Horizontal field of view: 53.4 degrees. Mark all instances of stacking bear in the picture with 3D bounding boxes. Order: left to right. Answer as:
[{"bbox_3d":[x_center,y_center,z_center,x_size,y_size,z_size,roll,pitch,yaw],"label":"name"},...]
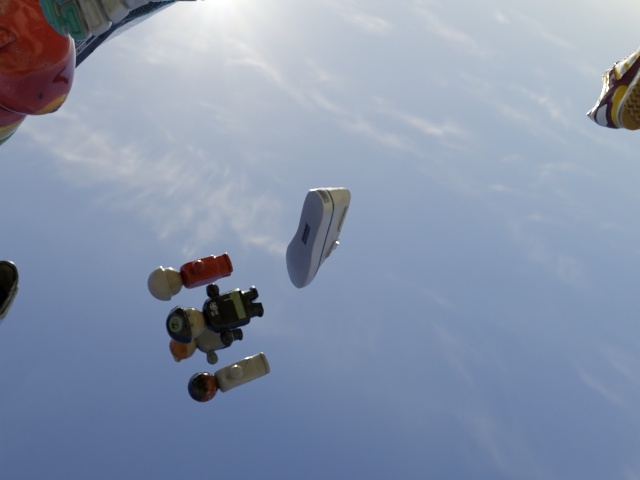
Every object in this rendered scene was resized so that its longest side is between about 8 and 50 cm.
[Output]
[{"bbox_3d":[-0.363,-0.161,0.652,0.164,0.289,0.175,64,-144,-18],"label":"stacking bear"}]

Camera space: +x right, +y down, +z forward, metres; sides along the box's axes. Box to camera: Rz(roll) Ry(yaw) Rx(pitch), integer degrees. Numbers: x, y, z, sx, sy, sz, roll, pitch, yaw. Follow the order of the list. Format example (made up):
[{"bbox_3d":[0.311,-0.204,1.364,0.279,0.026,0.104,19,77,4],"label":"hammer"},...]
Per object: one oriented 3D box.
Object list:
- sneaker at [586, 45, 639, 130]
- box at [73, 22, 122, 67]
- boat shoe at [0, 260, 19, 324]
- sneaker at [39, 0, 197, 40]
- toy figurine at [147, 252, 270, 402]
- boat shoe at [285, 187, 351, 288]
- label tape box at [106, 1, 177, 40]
[{"bbox_3d":[0.429,-0.235,0.853,0.070,0.185,0.084,34,-179,-28],"label":"sneaker"},{"bbox_3d":[-0.348,-0.384,0.775,0.183,0.296,0.294,41,170,3],"label":"box"},{"bbox_3d":[-0.502,0.139,0.852,0.113,0.105,0.306,40,-148,-11],"label":"boat shoe"},{"bbox_3d":[-0.123,-0.203,0.475,0.167,0.065,0.076,-14,-155,6],"label":"sneaker"},{"bbox_3d":[-0.190,0.145,1.058,0.148,0.209,0.213,-17,-147,-23],"label":"toy figurine"},{"bbox_3d":[0.000,0.000,1.273,0.084,0.258,0.095,-12,-124,-30],"label":"boat shoe"},{"bbox_3d":[-0.370,-0.493,1.093,0.240,0.334,0.106,61,-171,-16],"label":"label tape box"}]
